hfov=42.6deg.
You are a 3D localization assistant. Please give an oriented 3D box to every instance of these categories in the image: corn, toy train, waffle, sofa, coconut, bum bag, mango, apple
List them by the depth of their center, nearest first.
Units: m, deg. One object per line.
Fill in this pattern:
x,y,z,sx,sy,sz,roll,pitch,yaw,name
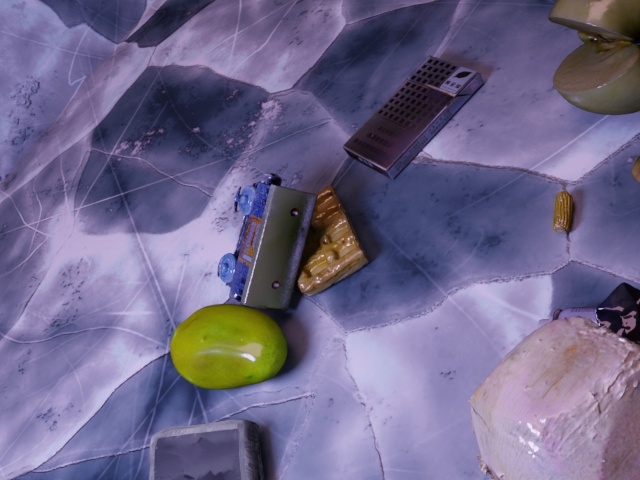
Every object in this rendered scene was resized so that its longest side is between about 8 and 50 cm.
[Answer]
0.362,0.278,1.175,0.254,0.297,0.297,-44,41,-16,coconut
0.558,0.172,1.226,0.310,0.074,0.137,22,79,21,bum bag
0.465,-0.052,1.574,0.037,0.037,0.092,-6,50,32,corn
-0.216,0.475,1.577,0.226,0.176,0.210,-7,44,-7,sofa
0.579,-0.390,1.607,0.292,0.292,0.254,-36,18,4,apple
-0.187,0.220,1.728,0.273,0.149,0.185,-8,43,24,mango
-0.118,0.004,1.810,0.202,0.131,0.299,22,99,57,toy train
0.000,0.000,1.852,0.168,0.057,0.274,-33,41,8,waffle

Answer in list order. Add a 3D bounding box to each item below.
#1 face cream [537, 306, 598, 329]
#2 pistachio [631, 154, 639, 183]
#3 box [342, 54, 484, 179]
0.478,0.146,1.362,0.229,0.075,0.075,-5,52,34,face cream
0.653,-0.139,1.473,0.189,0.100,0.110,-30,64,-4,pistachio
0.219,-0.299,1.965,0.325,0.047,0.180,-47,42,-7,box
